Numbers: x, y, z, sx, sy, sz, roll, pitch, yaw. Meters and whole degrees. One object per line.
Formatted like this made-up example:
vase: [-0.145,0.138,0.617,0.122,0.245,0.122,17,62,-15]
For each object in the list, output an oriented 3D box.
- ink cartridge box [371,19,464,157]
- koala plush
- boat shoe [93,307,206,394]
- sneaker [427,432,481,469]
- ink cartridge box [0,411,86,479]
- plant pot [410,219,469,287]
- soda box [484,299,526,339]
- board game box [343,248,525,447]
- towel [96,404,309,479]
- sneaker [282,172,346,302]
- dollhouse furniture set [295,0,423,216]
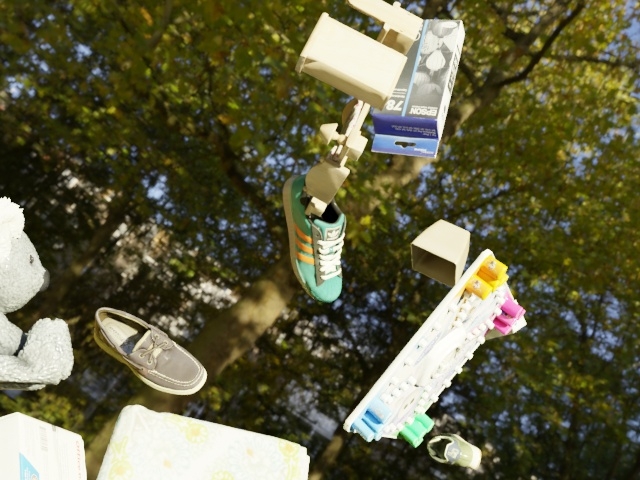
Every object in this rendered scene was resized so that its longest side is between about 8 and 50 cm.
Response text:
ink cartridge box: [0.224,-0.363,1.574,0.166,0.332,0.065,8,-13,22]
koala plush: [-0.418,0.066,0.829,0.203,0.221,0.196,11,-19,-32]
boat shoe: [-0.375,0.234,1.438,0.285,0.102,0.092,28,-31,17]
sneaker: [0.273,0.459,1.490,0.086,0.064,0.192,20,-11,-15]
ink cartridge box: [-0.460,0.373,1.075,0.190,0.082,0.139,70,3,-61]
plant pot: [0.269,0.021,1.456,0.109,0.096,0.109,26,-25,24]
soda box: [0.439,0.227,1.811,0.216,0.069,0.073,-25,-94,45]
board game box: [0.241,0.232,1.280,0.050,0.390,0.390,38,-1,28]
towel: [-0.205,0.472,1.153,0.375,0.320,0.090,16,-48,-9]
sneaker: [0.000,0.000,1.487,0.121,0.108,0.302,1,-71,55]
dollhouse furniture set: [0.020,-0.269,1.330,0.174,0.303,0.355,27,-28,-5]
